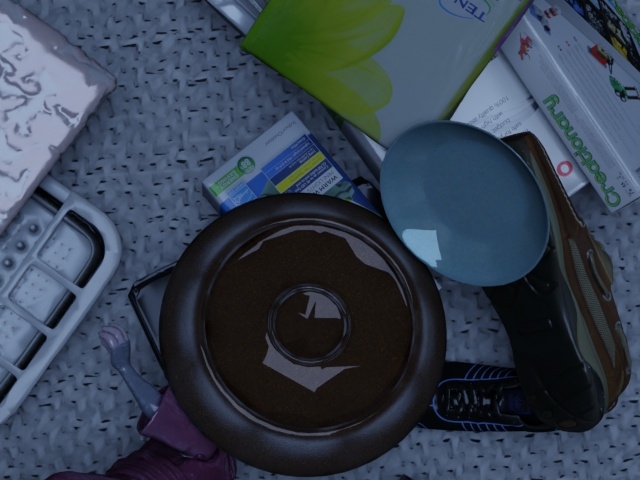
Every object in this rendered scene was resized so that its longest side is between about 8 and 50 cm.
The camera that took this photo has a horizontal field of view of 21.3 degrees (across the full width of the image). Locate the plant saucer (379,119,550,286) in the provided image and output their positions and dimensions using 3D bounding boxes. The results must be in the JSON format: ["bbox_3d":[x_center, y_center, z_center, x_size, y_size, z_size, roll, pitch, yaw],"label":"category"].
[{"bbox_3d":[0.154,-0.044,1.755,0.195,0.195,0.037,45,45,1],"label":"plant saucer"}]

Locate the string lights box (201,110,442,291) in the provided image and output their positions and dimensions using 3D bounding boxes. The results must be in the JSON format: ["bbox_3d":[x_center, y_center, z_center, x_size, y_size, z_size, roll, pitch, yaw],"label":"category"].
[{"bbox_3d":[0.000,0.000,1.894,0.133,0.077,0.260,-39,83,-9],"label":"string lights box"}]

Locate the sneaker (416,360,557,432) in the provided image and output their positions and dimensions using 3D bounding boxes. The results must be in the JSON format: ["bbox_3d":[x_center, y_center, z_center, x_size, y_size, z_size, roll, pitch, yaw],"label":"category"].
[{"bbox_3d":[0.191,0.175,1.910,0.232,0.090,0.081,-1,86,-4],"label":"sneaker"}]

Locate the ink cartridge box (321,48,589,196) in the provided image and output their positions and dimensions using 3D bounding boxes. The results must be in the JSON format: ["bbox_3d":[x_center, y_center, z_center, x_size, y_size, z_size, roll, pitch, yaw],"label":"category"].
[{"bbox_3d":[0.148,-0.124,1.918,0.198,0.115,0.273,-35,89,-4],"label":"ink cartridge box"}]

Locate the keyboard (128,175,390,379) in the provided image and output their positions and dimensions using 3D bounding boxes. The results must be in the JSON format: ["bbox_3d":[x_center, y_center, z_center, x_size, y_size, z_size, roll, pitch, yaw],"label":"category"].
[{"bbox_3d":[-0.039,0.075,1.935,0.317,0.033,0.201,-25,81,-4],"label":"keyboard"}]

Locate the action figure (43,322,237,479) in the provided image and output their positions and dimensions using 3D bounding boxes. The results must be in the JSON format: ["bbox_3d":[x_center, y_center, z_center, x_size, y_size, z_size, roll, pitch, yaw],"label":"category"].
[{"bbox_3d":[-0.182,0.273,1.783,0.275,0.248,0.370,31,49,22],"label":"action figure"}]

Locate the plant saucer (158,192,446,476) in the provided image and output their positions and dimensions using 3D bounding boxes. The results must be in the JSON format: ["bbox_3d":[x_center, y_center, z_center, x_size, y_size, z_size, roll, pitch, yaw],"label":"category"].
[{"bbox_3d":[-0.014,0.093,1.796,0.310,0.050,0.311,2,76,-8],"label":"plant saucer"}]

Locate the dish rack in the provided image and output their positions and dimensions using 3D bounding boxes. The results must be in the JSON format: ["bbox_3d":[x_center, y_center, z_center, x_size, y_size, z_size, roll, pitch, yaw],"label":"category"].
[{"bbox_3d":[-0.418,0.019,1.896,0.333,0.072,0.285,35,85,0],"label":"dish rack"}]

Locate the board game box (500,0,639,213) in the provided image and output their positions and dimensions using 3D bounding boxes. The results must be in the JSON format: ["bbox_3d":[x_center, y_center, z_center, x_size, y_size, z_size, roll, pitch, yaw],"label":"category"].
[{"bbox_3d":[0.302,-0.196,1.909,0.193,0.053,0.305,-31,87,-48],"label":"board game box"}]

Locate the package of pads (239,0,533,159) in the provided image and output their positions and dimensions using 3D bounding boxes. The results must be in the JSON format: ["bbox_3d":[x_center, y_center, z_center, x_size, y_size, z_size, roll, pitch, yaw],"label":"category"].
[{"bbox_3d":[0.090,-0.257,1.764,0.229,0.101,0.296,36,114,0],"label":"package of pads"}]

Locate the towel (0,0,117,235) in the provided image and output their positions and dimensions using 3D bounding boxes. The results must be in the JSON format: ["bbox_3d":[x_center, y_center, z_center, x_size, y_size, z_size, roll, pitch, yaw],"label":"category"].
[{"bbox_3d":[-0.441,-0.148,1.831,0.332,0.053,0.317,37,84,-9],"label":"towel"}]

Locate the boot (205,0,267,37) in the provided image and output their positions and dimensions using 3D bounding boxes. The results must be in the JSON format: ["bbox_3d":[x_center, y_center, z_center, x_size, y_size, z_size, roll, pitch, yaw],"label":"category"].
[{"bbox_3d":[-0.101,-0.332,1.929,0.123,0.095,0.258,-43,88,1],"label":"boot"}]

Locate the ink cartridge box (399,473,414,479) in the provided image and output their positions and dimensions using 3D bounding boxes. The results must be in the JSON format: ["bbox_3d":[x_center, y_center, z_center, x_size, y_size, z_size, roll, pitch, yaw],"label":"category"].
[{"bbox_3d":[0.136,0.323,1.891,0.135,0.099,0.056,36,84,0],"label":"ink cartridge box"}]

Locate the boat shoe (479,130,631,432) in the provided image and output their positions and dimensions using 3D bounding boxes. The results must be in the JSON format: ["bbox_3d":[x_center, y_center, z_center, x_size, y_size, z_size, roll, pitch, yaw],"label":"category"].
[{"bbox_3d":[0.251,0.040,1.830,0.120,0.122,0.324,-23,101,-43],"label":"boat shoe"}]
